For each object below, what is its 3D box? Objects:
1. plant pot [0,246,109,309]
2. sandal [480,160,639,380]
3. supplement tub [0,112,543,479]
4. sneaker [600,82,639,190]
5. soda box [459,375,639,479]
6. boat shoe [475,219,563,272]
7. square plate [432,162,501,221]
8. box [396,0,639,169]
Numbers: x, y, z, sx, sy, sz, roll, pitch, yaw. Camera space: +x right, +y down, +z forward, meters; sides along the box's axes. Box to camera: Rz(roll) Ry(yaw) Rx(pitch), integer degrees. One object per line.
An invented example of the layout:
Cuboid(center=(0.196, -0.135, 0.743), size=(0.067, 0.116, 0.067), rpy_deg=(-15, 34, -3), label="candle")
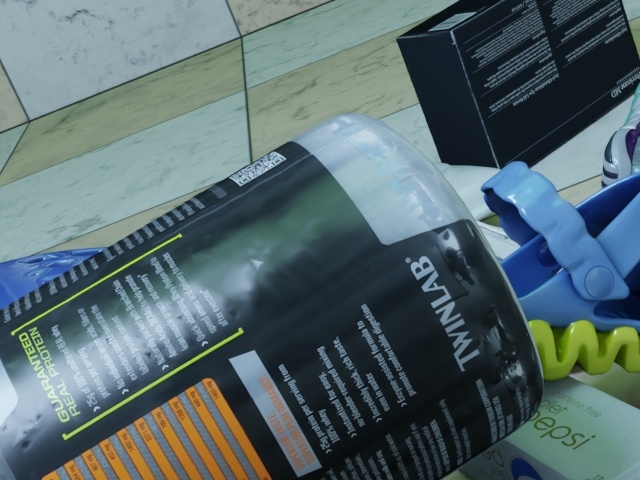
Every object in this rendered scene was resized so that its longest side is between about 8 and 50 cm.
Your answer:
Cuboid(center=(-0.120, 0.116, 0.928), size=(0.212, 0.236, 0.236), rpy_deg=(-22, 18, -21), label="plant pot")
Cuboid(center=(0.222, 0.017, 0.846), size=(0.317, 0.138, 0.126), rpy_deg=(-1, 9, -18), label="sandal")
Cuboid(center=(-0.068, 0.093, 0.685), size=(0.338, 0.207, 0.207), rpy_deg=(-30, 21, -8), label="supplement tub")
Cuboid(center=(0.347, -0.097, 1.225), size=(0.098, 0.083, 0.223), rpy_deg=(12, 38, 23), label="sneaker")
Cuboid(center=(0.150, 0.135, 0.817), size=(0.074, 0.069, 0.216), rpy_deg=(-28, 21, -17), label="soda box")
Cuboid(center=(0.126, 0.028, 1.040), size=(0.258, 0.095, 0.084), rpy_deg=(32, 36, 34), label="boat shoe")
Cuboid(center=(0.000, 0.000, 1.264), size=(0.344, 0.049, 0.347), rpy_deg=(-28, 11, -11), label="square plate")
Cuboid(center=(0.234, -0.204, 1.423), size=(0.261, 0.184, 0.103), rpy_deg=(-34, 21, -29), label="box")
